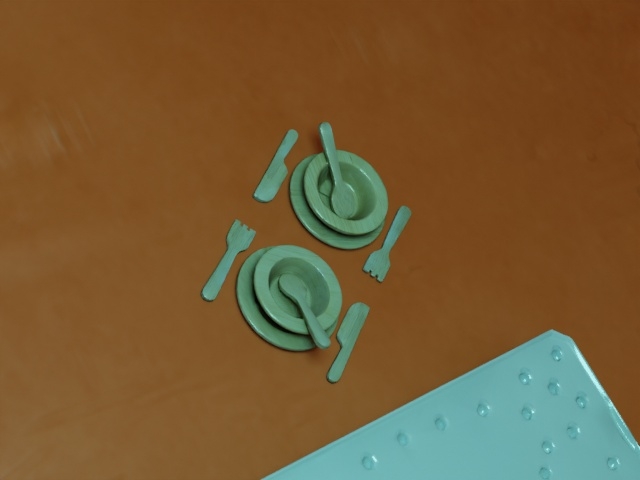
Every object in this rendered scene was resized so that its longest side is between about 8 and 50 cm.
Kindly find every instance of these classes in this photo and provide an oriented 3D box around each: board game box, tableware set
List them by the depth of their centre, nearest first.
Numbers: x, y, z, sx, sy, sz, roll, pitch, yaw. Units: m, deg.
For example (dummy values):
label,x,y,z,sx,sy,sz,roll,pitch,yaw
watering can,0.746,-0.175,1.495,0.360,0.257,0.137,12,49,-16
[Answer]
label,x,y,z,sx,sy,sz,roll,pitch,yaw
board game box,0.139,0.301,1.424,0.390,0.050,0.390,-23,77,-37
tableware set,0.000,0.000,1.518,0.128,0.039,0.194,34,52,-10
